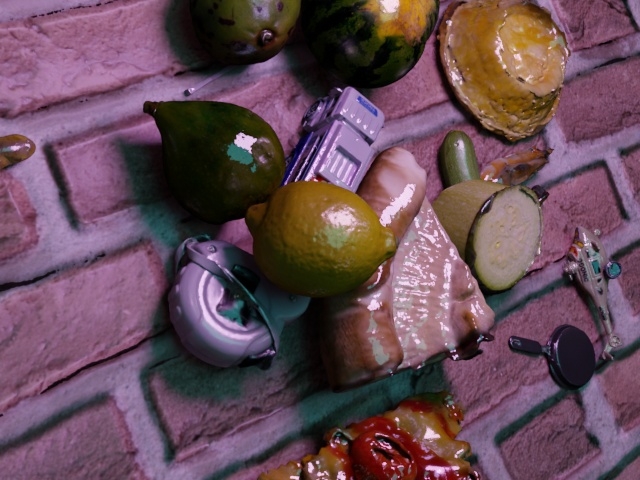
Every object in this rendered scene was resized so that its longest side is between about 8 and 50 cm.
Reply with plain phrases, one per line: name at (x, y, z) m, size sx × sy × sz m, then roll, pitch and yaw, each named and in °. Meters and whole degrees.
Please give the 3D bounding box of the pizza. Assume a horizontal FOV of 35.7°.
pizza at (0.142, 0.368, 1.664) m, size 0.439 × 0.130 × 0.406 m, roll 18°, pitch 39°, yaw 8°

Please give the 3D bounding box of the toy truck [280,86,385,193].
toy truck at (0.020, -0.148, 1.751) m, size 0.124 × 0.155 × 0.268 m, roll 36°, pitch 60°, yaw -20°

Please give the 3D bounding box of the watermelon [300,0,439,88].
watermelon at (0.088, -0.411, 1.808) m, size 0.268 × 0.269 × 0.269 m, roll 9°, pitch 73°, yaw -31°

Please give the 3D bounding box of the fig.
fig at (-0.180, -0.143, 1.600) m, size 0.245 × 0.195 × 0.195 m, roll 40°, pitch 60°, yaw -28°

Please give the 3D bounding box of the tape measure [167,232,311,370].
tape measure at (-0.144, 0.107, 1.604) m, size 0.236 × 0.120 × 0.197 m, roll 29°, pitch 56°, yaw -15°

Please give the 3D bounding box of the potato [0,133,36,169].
potato at (-0.474, -0.135, 1.496) m, size 0.092 × 0.045 × 0.047 m, roll -29°, pitch 130°, yaw -32°

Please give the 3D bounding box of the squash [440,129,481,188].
squash at (0.288, -0.113, 1.967) m, size 0.077 × 0.068 × 0.219 m, roll -19°, pitch 90°, yaw -12°

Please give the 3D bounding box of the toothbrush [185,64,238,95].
toothbrush at (-0.163, -0.301, 1.757) m, size 0.194 × 0.014 × 0.017 m, roll -34°, pitch 100°, yaw -34°

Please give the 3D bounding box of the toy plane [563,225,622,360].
toy plane at (0.583, 0.108, 2.099) m, size 0.108 × 0.092 × 0.287 m, roll -17°, pitch 87°, yaw -13°

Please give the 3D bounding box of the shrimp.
shrimp at (0.422, -0.114, 2.063) m, size 0.254 × 0.059 × 0.145 m, roll -20°, pitch 92°, yaw -34°

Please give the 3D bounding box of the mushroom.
mushroom at (0.102, 0.048, 1.749) m, size 0.313 × 0.224 × 0.398 m, roll -14°, pitch 79°, yaw -20°

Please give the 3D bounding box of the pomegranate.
pomegranate at (-0.140, -0.419, 1.713) m, size 0.202 × 0.202 × 0.248 m, roll -1°, pitch 48°, yaw -33°

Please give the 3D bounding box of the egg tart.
egg tart at (0.402, -0.381, 2.076) m, size 0.345 × 0.132 × 0.346 m, roll 7°, pitch 76°, yaw -30°

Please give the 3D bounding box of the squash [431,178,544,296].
squash at (0.323, -0.011, 1.907) m, size 0.220 × 0.133 × 0.220 m, roll -9°, pitch 108°, yaw -30°

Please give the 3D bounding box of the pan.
pan at (0.480, 0.228, 2.031) m, size 0.235 × 0.028 × 0.136 m, roll 15°, pitch 70°, yaw -29°

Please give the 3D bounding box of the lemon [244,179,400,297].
lemon at (0.000, 0.000, 1.566) m, size 0.248 × 0.184 × 0.184 m, roll 12°, pitch 70°, yaw -1°
